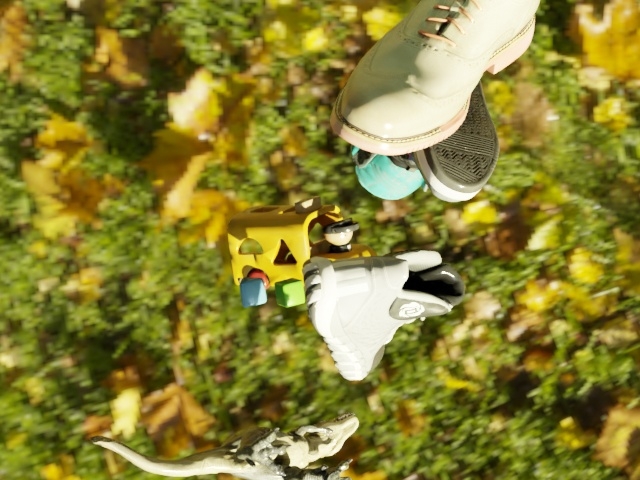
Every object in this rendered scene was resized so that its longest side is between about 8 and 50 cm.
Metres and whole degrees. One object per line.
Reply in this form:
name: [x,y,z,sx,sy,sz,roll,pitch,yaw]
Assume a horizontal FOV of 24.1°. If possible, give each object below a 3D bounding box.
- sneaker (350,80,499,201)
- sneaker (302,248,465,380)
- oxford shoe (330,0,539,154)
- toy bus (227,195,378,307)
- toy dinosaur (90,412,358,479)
sneaker: [0.116,-0.105,1.824,0.124,0.295,0.178,22,125,-16]
sneaker: [0.070,0.066,1.362,0.132,0.229,0.086,-11,72,9]
oxford shoe: [0.136,-0.235,1.710,0.140,0.397,0.146,27,134,14]
toy bus: [-0.013,0.001,1.796,0.191,0.202,0.104,-145,45,-73]
toy dinosaur: [-0.048,0.180,1.252,0.118,0.268,0.064,3,88,47]
